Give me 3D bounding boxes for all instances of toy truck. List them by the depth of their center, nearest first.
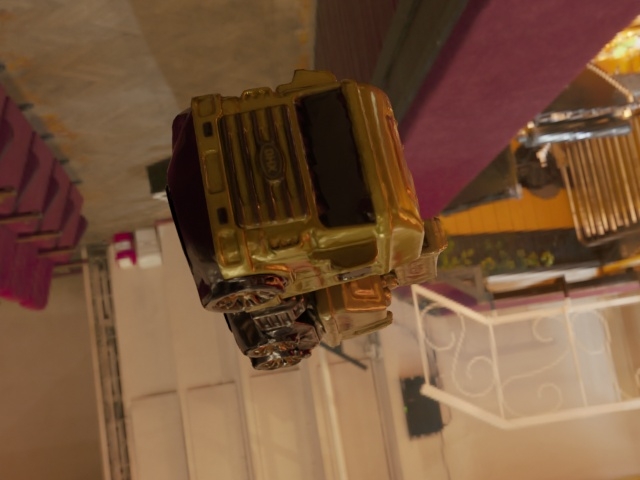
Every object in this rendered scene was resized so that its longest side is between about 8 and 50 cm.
[{"bbox_3d":[0.000,0.000,0.757,0.254,0.180,0.405,-15,160,0],"label":"toy truck"}]
